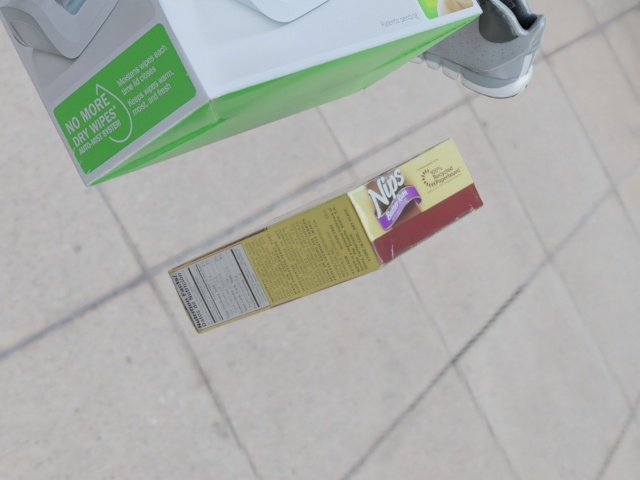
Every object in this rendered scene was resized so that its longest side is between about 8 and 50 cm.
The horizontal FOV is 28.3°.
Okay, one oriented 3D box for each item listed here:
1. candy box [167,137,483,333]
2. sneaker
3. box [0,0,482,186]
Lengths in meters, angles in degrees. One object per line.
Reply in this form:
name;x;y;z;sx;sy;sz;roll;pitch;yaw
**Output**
candy box;0.000;0.000;0.818;0.109;0.187;0.053;-29;96;-43
sneaker;0.109;-0.230;1.214;0.229;0.132;0.086;18;51;0
box;-0.066;-0.185;0.750;0.262;0.127;0.231;-24;88;-47
